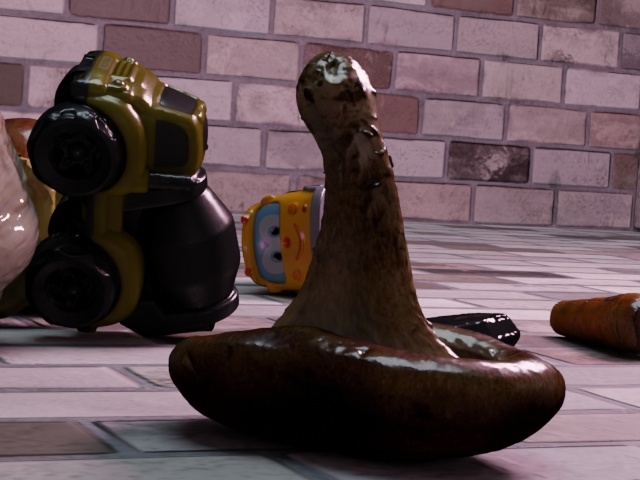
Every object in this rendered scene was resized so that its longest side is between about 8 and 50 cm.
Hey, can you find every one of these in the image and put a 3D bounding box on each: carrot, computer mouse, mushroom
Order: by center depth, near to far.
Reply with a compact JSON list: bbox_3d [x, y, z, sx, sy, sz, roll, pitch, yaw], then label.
[{"bbox_3d":[0.026,0.006,0.859,0.227,0.217,0.148,5,3,19],"label":"mushroom"},{"bbox_3d":[0.047,0.081,1.024,0.172,0.057,0.099,-7,3,14],"label":"computer mouse"},{"bbox_3d":[0.257,0.074,1.408,0.055,0.055,0.161,3,-3,-18],"label":"carrot"}]

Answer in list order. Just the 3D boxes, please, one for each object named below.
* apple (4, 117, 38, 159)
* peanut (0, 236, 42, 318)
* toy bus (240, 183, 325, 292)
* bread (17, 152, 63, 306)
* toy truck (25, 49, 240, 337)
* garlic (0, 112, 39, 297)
[{"bbox_3d":[-0.304,-0.043,1.696,0.188,0.173,0.188,6,2,0],"label":"apple"},{"bbox_3d":[-0.334,0.013,1.281,0.226,0.108,0.095,1,9,-17],"label":"peanut"},{"bbox_3d":[0.000,0.000,1.747,0.136,0.126,0.209,-4,0,26],"label":"toy bus"},{"bbox_3d":[-0.245,-0.008,1.466,0.240,0.139,0.240,7,2,0],"label":"bread"},{"bbox_3d":[-0.142,-0.034,1.249,0.165,0.224,0.147,5,24,0],"label":"toy truck"},{"bbox_3d":[-0.306,0.000,1.100,0.219,0.218,0.212,3,32,-4],"label":"garlic"}]
